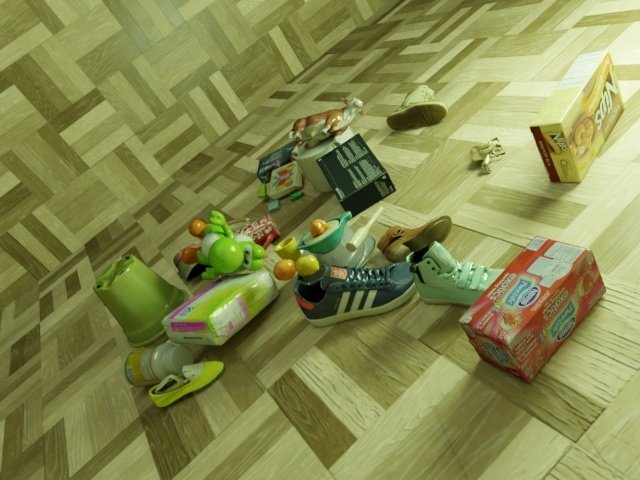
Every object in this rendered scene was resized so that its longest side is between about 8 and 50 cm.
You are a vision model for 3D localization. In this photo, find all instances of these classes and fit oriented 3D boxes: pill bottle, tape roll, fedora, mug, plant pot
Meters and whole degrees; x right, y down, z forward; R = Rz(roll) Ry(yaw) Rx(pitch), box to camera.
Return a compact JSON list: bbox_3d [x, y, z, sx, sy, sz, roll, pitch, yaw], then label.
[{"bbox_3d":[-0.490,0.375,1.625,0.208,0.117,0.117,-17,34,31],"label":"pill bottle"},{"bbox_3d":[0.037,-0.327,2.067,0.246,0.169,0.246,-27,29,16],"label":"tape roll"},{"bbox_3d":[0.023,0.029,1.594,0.275,0.124,0.243,-46,31,-19],"label":"fedora"},{"bbox_3d":[-0.233,0.000,1.958,0.169,0.150,0.113,-30,-16,1],"label":"mug"},{"bbox_3d":[-0.663,0.198,1.932,0.276,0.254,0.276,-25,30,16],"label":"plant pot"}]

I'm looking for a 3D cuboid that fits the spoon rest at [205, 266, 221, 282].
[{"bbox_3d":[-0.417,0.229,1.829,0.137,0.084,0.276,4,61,51],"label":"spoon rest"}]

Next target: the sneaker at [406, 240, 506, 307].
[{"bbox_3d":[0.311,0.070,1.199,0.256,0.151,0.094,-8,37,38],"label":"sneaker"}]

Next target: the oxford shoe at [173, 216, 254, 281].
[{"bbox_3d":[-0.389,0.042,2.060,0.348,0.123,0.130,-34,55,0],"label":"oxford shoe"}]

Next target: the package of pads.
[{"bbox_3d":[-0.294,0.199,1.624,0.229,0.101,0.296,-8,21,39],"label":"package of pads"}]

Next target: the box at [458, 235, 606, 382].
[{"bbox_3d":[0.410,0.127,1.036,0.257,0.122,0.128,-43,29,-14],"label":"box"}]

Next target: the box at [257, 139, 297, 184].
[{"bbox_3d":[-0.178,-0.369,2.471,0.232,0.059,0.183,-26,30,15],"label":"box"}]

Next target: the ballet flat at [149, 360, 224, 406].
[{"bbox_3d":[-0.386,0.397,1.522,0.231,0.077,0.077,-31,28,8],"label":"ballet flat"}]

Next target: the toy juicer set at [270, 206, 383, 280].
[{"bbox_3d":[0.000,0.000,1.410,0.329,0.089,0.209,-26,18,22],"label":"toy juicer set"}]

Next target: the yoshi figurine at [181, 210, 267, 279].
[{"bbox_3d":[-0.339,0.026,1.753,0.362,0.203,0.203,11,44,45],"label":"yoshi figurine"}]

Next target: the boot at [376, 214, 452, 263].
[{"bbox_3d":[0.252,-0.018,1.480,0.197,0.073,0.152,-36,24,-7],"label":"boot"}]

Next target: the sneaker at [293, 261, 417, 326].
[{"bbox_3d":[0.086,0.111,1.378,0.350,0.148,0.131,-23,31,20],"label":"sneaker"}]

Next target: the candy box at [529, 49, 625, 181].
[{"bbox_3d":[0.664,-0.318,1.373,0.087,0.183,0.316,7,49,50],"label":"candy box"}]

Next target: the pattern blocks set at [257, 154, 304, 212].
[{"bbox_3d":[-0.146,-0.259,2.249,0.285,0.026,0.325,-31,40,11],"label":"pattern blocks set"}]

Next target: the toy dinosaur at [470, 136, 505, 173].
[{"bbox_3d":[0.498,-0.272,1.618,0.092,0.053,0.183,-27,30,18],"label":"toy dinosaur"}]

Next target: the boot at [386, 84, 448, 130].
[{"bbox_3d":[0.401,-0.524,2.061,0.262,0.095,0.203,-6,39,48],"label":"boot"}]

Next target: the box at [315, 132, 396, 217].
[{"bbox_3d":[0.117,-0.226,1.840,0.184,0.103,0.261,-30,44,5],"label":"box"}]

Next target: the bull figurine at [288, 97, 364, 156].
[{"bbox_3d":[0.018,-0.410,1.930,0.310,0.101,0.188,-12,38,34],"label":"bull figurine"}]
